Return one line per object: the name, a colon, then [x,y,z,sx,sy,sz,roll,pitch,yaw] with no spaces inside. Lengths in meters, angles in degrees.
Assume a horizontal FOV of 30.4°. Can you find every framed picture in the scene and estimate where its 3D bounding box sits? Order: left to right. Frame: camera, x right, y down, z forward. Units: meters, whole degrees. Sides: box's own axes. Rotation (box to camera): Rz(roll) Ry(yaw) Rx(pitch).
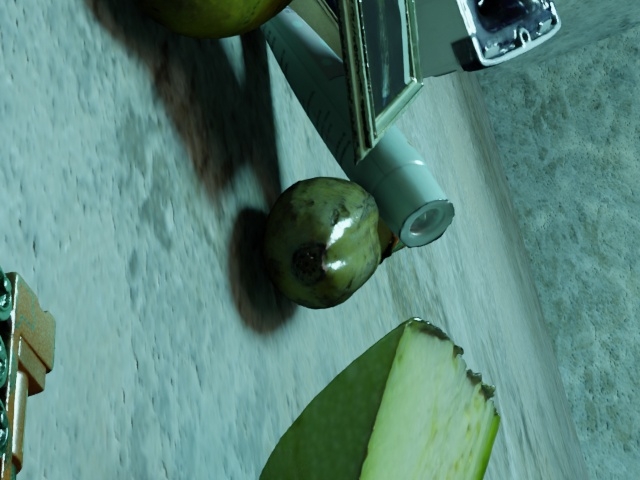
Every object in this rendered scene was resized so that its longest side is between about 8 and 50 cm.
framed picture: [0.038,-0.224,0.856,0.231,0.018,0.293,-53,138,-67]

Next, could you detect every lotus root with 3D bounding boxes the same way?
lotus root: [0.000,0.000,0.847,0.179,0.080,0.089,-37,120,-75]

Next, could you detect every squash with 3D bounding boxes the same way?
squash: [0.047,0.181,0.643,0.155,0.204,0.237,52,2,31]

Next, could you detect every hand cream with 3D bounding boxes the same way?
hand cream: [0.003,-0.123,0.982,0.331,0.058,0.085,54,7,35]

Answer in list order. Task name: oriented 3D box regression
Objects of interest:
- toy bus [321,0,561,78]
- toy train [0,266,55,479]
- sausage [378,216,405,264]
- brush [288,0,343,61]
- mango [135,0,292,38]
toy bus: [0.081,-0.395,1.345,0.209,0.249,0.440,-32,103,-47]
toy train: [-0.120,0.053,0.406,0.064,0.044,0.103,70,9,-50]
sausage: [0.054,-0.021,1.092,0.264,0.083,0.083,-16,86,-77]
brush: [-0.046,-0.275,1.098,0.327,0.070,0.065,57,9,-47]
mango: [-0.059,-0.262,0.822,0.176,0.176,0.330,16,46,-24]
